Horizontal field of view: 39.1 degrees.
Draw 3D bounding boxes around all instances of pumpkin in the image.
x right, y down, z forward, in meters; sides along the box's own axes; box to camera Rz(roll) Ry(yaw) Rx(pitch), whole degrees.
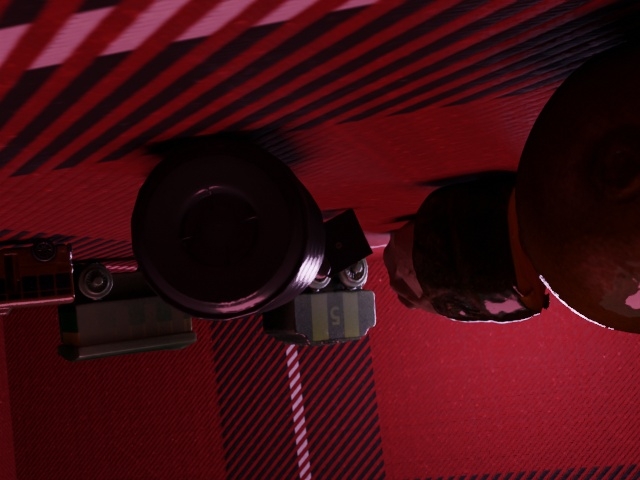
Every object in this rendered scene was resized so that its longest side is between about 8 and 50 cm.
[{"bbox_3d":[0.248,0.013,1.219,0.139,0.190,0.281,-11,175,39],"label":"pumpkin"}]

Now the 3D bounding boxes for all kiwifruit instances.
[{"bbox_3d":[0.221,-0.033,0.558,0.196,0.195,0.234,-9,171,30],"label":"kiwifruit"}]

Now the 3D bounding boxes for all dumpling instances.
[{"bbox_3d":[0.214,0.048,1.623,0.147,0.193,0.258,-9,176,-44],"label":"dumpling"}]

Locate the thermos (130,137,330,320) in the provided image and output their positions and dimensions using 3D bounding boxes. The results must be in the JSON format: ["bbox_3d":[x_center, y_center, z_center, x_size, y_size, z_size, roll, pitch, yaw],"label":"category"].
[{"bbox_3d":[-0.082,-0.008,0.833,0.182,0.144,0.286,25,179,4],"label":"thermos"}]

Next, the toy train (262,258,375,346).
[{"bbox_3d":[-0.001,0.131,2.140,0.299,0.238,0.167,-2,177,-39],"label":"toy train"}]

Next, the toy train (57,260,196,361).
[{"bbox_3d":[-0.397,0.136,1.838,0.301,0.202,0.120,-4,180,-36],"label":"toy train"}]

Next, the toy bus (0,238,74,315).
[{"bbox_3d":[-0.452,0.056,1.303,0.182,0.103,0.091,-5,175,-19],"label":"toy bus"}]

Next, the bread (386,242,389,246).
[{"bbox_3d":[0.268,0.041,1.971,0.269,0.145,0.268,-10,177,0],"label":"bread"}]

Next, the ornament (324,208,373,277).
[{"bbox_3d":[-0.006,0.004,1.441,0.081,0.088,0.203,-29,-167,-20],"label":"ornament"}]
